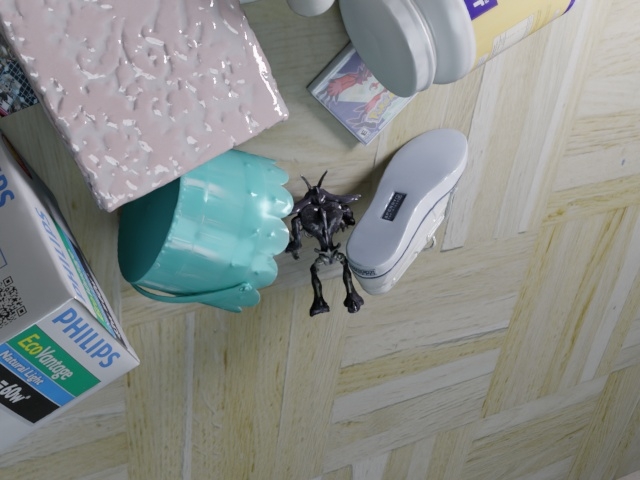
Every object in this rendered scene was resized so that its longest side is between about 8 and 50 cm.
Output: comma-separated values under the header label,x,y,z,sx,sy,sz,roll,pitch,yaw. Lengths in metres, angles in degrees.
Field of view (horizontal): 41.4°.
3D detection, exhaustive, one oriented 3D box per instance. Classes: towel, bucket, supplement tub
label,x,y,z,sx,sy,sz,roll,pitch,yaw
towel,-0.235,-0.249,1.147,0.317,0.053,0.332,-32,110,-21
bucket,-0.190,-0.029,1.332,0.183,0.281,0.281,16,115,-30
supplement tub,0.219,-0.391,1.309,0.331,0.241,0.241,-33,136,-12

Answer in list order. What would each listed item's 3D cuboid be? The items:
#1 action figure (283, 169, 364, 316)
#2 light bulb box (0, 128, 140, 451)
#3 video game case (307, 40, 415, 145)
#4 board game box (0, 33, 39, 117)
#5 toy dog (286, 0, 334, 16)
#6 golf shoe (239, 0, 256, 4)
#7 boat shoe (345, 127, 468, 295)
label,x,y,z,sx,sy,sz,roll,pitch,yaw
action figure,0.000,0.000,1.579,0.164,0.141,0.276,-13,105,-14
light bulb box,-0.499,0.090,1.137,0.361,0.358,0.225,-31,150,-7
video game case,0.099,-0.286,1.486,0.201,0.023,0.183,-45,136,7
board game box,-0.454,-0.276,1.113,0.165,0.042,0.243,-25,135,-14
toy dog,-0.029,-0.486,1.115,0.161,0.220,0.334,-44,155,-33
golf shoe,-0.059,-0.390,1.246,0.198,0.094,0.077,-25,136,-12
boat shoe,0.176,-0.043,1.590,0.367,0.136,0.156,-58,151,-28
